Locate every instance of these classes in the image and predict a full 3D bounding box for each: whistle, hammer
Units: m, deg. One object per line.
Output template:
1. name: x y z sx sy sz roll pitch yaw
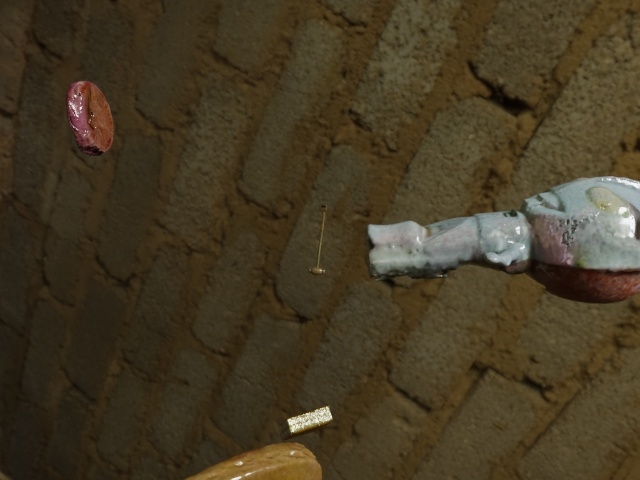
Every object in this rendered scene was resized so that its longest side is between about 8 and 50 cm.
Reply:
1. whistle: 0.222 0.004 0.702 0.142 0.345 0.134 -93 178 -47
2. hammer: 0.000 0.000 1.120 0.014 0.029 0.123 -97 -167 -75

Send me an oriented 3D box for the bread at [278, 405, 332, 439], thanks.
1. bread: -0.030 0.366 1.323 0.094 0.035 0.090 -12 158 -21

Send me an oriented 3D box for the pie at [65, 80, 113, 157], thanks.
1. pie: -0.547 -0.290 1.566 0.182 0.049 0.183 -6 90 -82

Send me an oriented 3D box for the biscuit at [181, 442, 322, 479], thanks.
1. biscuit: -0.114 0.361 0.723 0.262 0.052 0.277 -10 121 -34
